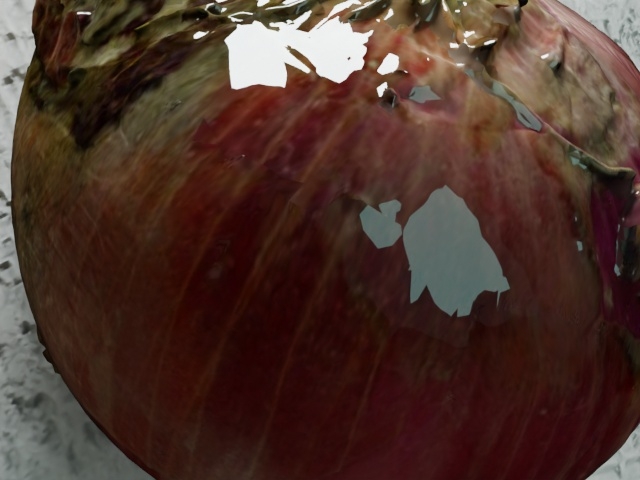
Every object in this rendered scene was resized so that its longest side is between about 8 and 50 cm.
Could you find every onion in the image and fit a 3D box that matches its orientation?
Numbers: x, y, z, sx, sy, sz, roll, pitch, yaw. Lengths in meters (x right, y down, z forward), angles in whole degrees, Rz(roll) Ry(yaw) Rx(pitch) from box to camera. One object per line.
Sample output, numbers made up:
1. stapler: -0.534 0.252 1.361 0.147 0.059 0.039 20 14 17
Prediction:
1. onion: 0.019 -0.026 0.756 0.353 0.353 0.354 10 76 -44
